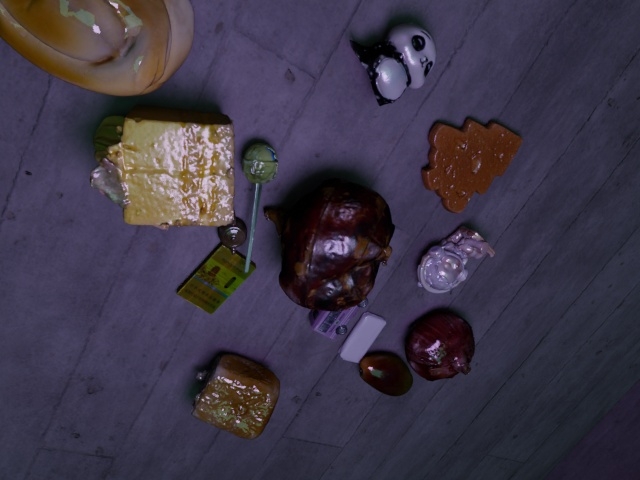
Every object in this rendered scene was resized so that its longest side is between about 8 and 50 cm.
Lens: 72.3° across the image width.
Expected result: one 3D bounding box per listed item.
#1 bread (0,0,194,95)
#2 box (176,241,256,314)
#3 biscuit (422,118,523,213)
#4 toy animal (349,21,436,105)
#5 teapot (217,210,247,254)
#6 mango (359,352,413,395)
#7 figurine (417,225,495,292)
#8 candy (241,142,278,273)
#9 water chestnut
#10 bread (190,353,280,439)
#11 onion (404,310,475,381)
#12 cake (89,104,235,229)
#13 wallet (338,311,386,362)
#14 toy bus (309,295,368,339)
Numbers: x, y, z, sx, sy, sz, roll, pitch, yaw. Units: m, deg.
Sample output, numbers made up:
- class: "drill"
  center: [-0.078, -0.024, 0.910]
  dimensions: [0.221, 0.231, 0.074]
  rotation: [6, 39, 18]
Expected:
- class: "bread"
  center: [-0.417, -0.451, 0.748]
  dimensions: [0.329, 0.245, 0.424]
  rotation: [-38, 117, 5]
- class: "box"
  center: [-0.285, 0.105, 1.204]
  dimensions: [0.193, 0.030, 0.121]
  rotation: [-45, 120, 9]
- class: "biscuit"
  center: [0.426, -0.226, 1.232]
  dimensions: [0.306, 0.043, 0.284]
  rotation: [-23, 120, -6]
- class: "toy animal"
  center: [0.176, -0.418, 1.003]
  dimensions: [0.179, 0.138, 0.166]
  rotation: [-28, 137, 5]
- class: "teapot"
  center: [-0.225, -0.022, 1.131]
  dimensions: [0.076, 0.068, 0.121]
  rotation: [-1, 117, -16]
- class: "mango"
  center: [0.238, 0.458, 1.497]
  dimensions: [0.267, 0.111, 0.133]
  rotation: [35, 84, -36]
- class: "figurine"
  center: [0.392, 0.070, 1.319]
  dimensions: [0.236, 0.141, 0.162]
  rotation: [-41, 116, 7]
- class: "candy"
  center: [-0.164, -0.072, 1.090]
  dimensions: [0.092, 0.093, 0.336]
  rotation: [4, 107, -20]
- class: "water chestnut"
  center: [0.000, 0.000, 1.099]
  dimensions: [0.347, 0.335, 0.335]
  rotation: [23, 111, 6]
- class: "bread"
  center: [-0.257, 0.448, 1.311]
  dimensions: [0.246, 0.176, 0.196]
  rotation: [28, 96, -12]
- class: "onion"
  center: [0.400, 0.358, 1.430]
  dimensions: [0.252, 0.219, 0.252]
  rotation: [-12, 122, -20]
- class: "cake"
  center: [-0.336, -0.163, 0.936]
  dimensions: [0.286, 0.227, 0.222]
  rotation: [-2, 113, -18]
- class: "wallet"
  center: [0.134, 0.321, 1.439]
  dimensions: [0.095, 0.033, 0.190]
  rotation: [26, 107, -25]
- class: "toy bus"
  center: [0.054, 0.191, 1.312]
  dimensions: [0.108, 0.096, 0.199]
  rotation: [26, 110, -22]
